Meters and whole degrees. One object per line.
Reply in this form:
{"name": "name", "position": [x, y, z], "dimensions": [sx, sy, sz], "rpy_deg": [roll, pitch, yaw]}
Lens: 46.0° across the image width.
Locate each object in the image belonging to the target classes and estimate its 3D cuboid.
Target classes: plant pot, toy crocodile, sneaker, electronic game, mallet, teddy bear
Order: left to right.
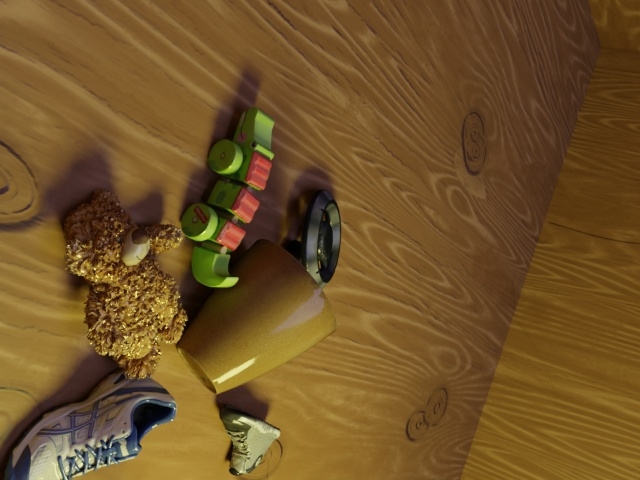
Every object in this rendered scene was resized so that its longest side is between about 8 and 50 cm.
{"name": "sneaker", "position": [-0.363, 0.318, 1.217], "dimensions": [0.296, 0.131, 0.112], "rpy_deg": [-40, 137, -41]}
{"name": "teddy bear", "position": [-0.299, 0.080, 1.230], "dimensions": [0.245, 0.113, 0.338], "rpy_deg": [-36, 132, -49]}
{"name": "toy crocodile", "position": [-0.157, -0.080, 1.386], "dimensions": [0.115, 0.105, 0.341], "rpy_deg": [34, 74, -58]}
{"name": "sneaker", "position": [-0.169, 0.442, 1.627], "dimensions": [0.132, 0.086, 0.229], "rpy_deg": [-63, 148, -13]}
{"name": "plant pot", "position": [-0.138, 0.167, 1.441], "dimensions": [0.254, 0.237, 0.237], "rpy_deg": [-41, 137, -23]}
{"name": "mallet", "position": [-0.038, 0.065, 1.714], "dimensions": [0.062, 0.039, 0.190], "rpy_deg": [-66, 153, -19]}
{"name": "electronic game", "position": [0.000, 0.000, 1.691], "dimensions": [0.229, 0.048, 0.229], "rpy_deg": [5, 90, -73]}
